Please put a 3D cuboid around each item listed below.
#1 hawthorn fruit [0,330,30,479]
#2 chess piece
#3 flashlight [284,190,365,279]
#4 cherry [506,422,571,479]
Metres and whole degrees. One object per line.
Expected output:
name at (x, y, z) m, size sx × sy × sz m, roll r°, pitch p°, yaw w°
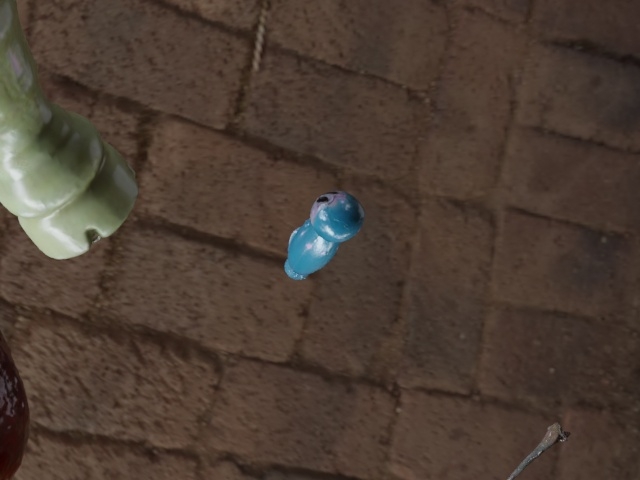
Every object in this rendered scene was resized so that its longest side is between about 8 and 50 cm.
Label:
hawthorn fruit at (-0.336, 0.086, 0.793) m, size 0.230 × 0.210 × 0.266 m, roll -18°, pitch 103°, yaw 4°
chess piece at (-0.432, -0.177, 1.572) m, size 0.234 × 0.234 × 0.442 m, roll -51°, pitch 133°, yaw -16°
flashlight at (0.000, 0.000, 1.086) m, size 0.051 × 0.129 × 0.051 m, roll 12°, pitch 54°, yaw -18°
cherry at (0.122, 0.239, 0.757) m, size 0.188 × 0.115 × 0.148 m, roll -42°, pitch 93°, yaw -24°
